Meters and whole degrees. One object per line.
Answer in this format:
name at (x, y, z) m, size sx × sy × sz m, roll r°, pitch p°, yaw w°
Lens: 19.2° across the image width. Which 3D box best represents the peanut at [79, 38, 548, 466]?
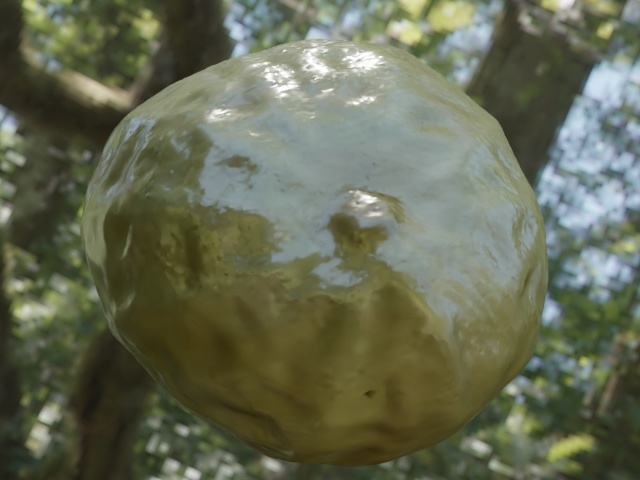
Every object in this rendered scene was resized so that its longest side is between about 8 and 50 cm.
peanut at (0.000, 0.000, 0.580) m, size 0.159 × 0.141 × 0.109 m, roll 49°, pitch -22°, yaw 53°
